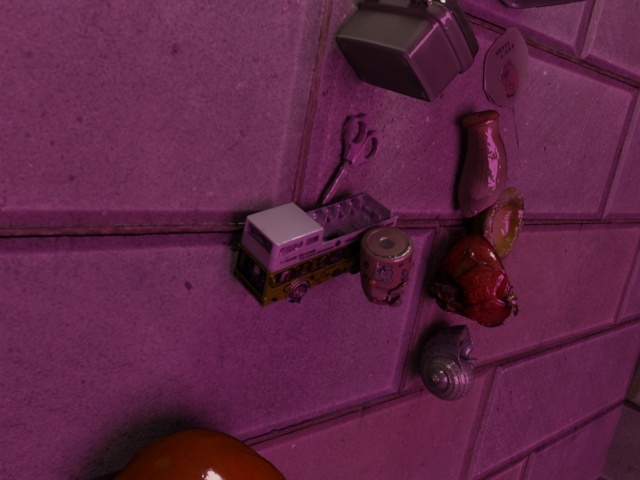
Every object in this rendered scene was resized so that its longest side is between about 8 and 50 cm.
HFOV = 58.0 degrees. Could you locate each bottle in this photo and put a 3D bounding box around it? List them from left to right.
[{"bbox_3d":[0.114,0.058,1.016,0.099,0.099,0.152,-31,141,-30],"label":"bottle"}]

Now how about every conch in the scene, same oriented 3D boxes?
[{"bbox_3d":[0.311,0.300,1.424,0.200,0.131,0.172,-9,88,-69],"label":"conch"}]

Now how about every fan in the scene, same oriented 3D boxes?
[{"bbox_3d":[0.455,-0.345,1.370,0.182,0.010,0.310,-44,131,-21],"label":"fan"}]

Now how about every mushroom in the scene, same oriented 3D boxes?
[{"bbox_3d":[0.367,-0.173,1.304,0.096,0.108,0.246,-72,161,-60],"label":"mushroom"}]

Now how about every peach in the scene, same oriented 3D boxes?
[{"bbox_3d":[-0.203,0.469,0.888,0.342,0.343,0.301,-52,151,-13],"label":"peach"}]

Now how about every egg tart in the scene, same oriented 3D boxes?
[{"bbox_3d":[0.430,-0.045,1.413,0.197,0.078,0.197,-25,124,-44],"label":"egg tart"}]

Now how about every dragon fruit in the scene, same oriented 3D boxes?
[{"bbox_3d":[0.330,0.104,1.336,0.148,0.223,0.218,-16,160,-6],"label":"dragon fruit"}]

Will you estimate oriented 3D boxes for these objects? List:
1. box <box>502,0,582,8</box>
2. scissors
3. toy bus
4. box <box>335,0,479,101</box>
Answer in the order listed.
[{"bbox_3d":[0.407,-0.586,1.105,0.294,0.193,0.167,13,92,-45],"label":"box"},{"bbox_3d":[0.044,-0.132,1.073,0.212,0.021,0.110,-58,138,-8],"label":"scissors"},{"bbox_3d":[0.000,0.000,1.008,0.302,0.113,0.139,-20,137,-36],"label":"toy bus"},{"bbox_3d":[0.139,-0.327,0.952,0.129,0.210,0.148,-50,133,-5],"label":"box"}]
